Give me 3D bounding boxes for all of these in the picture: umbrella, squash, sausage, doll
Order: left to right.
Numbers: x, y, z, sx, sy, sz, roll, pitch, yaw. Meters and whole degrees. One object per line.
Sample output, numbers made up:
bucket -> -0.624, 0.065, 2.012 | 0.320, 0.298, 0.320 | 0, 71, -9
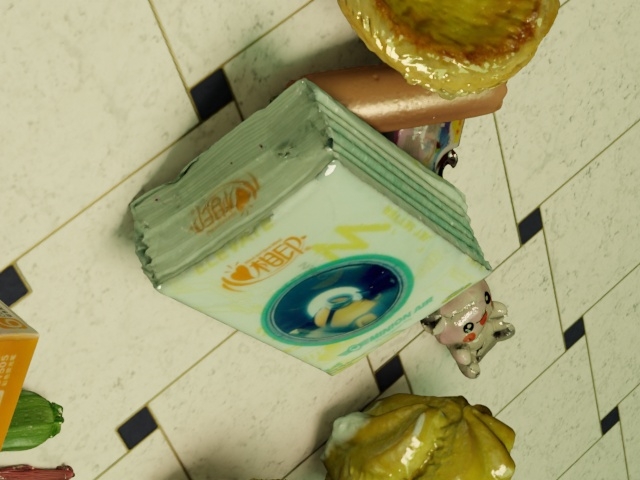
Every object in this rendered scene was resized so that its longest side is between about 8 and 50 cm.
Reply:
squash -> -0.390, 0.217, 1.515 | 0.219, 0.068, 0.077 | -4, 75, -46
umbrella -> -0.369, 0.290, 1.625 | 0.165, 0.025, 0.027 | 10, 90, -50
sausage -> 0.095, -0.179, 1.630 | 0.289, 0.086, 0.086 | -10, 126, -14
doll -> 0.227, 0.120, 2.040 | 0.149, 0.095, 0.192 | -48, 138, -18

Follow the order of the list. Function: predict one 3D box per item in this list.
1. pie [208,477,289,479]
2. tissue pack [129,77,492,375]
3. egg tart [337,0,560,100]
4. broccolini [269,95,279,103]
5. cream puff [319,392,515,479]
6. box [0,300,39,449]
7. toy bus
pie -> -0.076, 0.423, 1.817 | 0.339, 0.339, 0.083 | 58, 32, -48
tissue pack -> 0.000, 0.000, 1.622 | 0.287, 0.162, 0.388 | -35, 144, 19
egg tart -> 0.136, -0.319, 1.578 | 0.319, 0.128, 0.319 | 2, 85, -24
broccolini -> -0.023, -0.102, 1.675 | 0.054, 0.052, 0.194 | -38, 137, -25
cream puff -> 0.186, 0.369, 1.968 | 0.275, 0.378, 0.378 | -52, 140, 6
box -> -0.417, 0.162, 1.342 | 0.091, 0.221, 0.274 | 3, 116, -51
toy bus -> 0.135, -0.174, 1.750 | 0.112, 0.090, 0.274 | -6, 120, -30
